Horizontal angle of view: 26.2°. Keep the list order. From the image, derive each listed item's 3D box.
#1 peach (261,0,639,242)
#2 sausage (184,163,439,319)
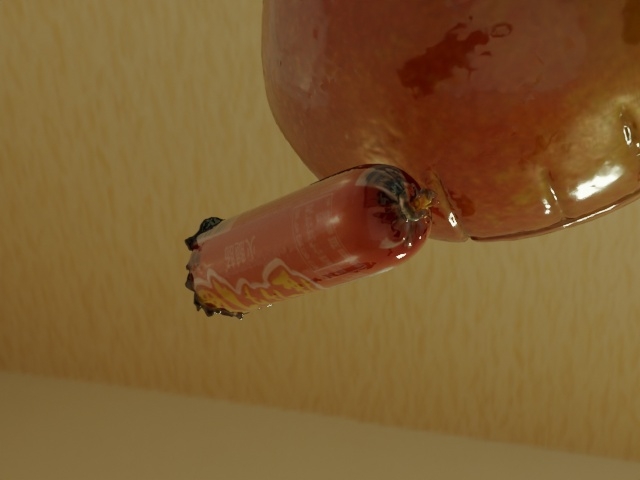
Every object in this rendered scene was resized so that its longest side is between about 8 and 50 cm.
[{"bbox_3d":[0.088,-0.137,0.695,0.274,0.245,0.248,-29,-152,7],"label":"peach"},{"bbox_3d":[0.000,0.000,0.533,0.145,0.050,0.048,-19,-150,54],"label":"sausage"}]
